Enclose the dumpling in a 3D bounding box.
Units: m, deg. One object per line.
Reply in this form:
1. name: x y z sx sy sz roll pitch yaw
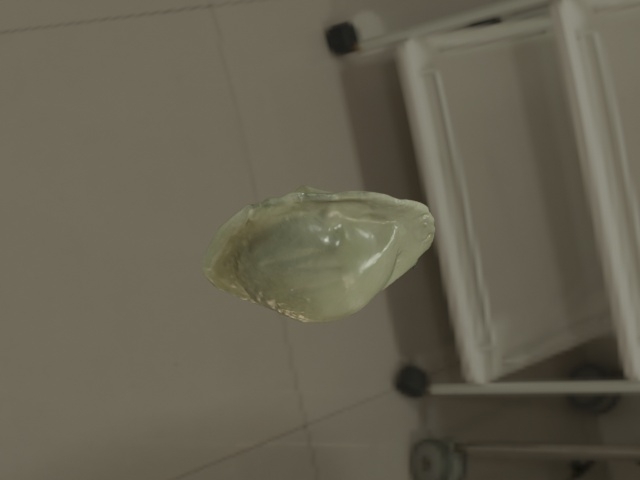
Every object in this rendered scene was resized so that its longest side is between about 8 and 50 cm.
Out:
1. dumpling: -0.004 0.000 1.416 0.166 0.216 0.126 91 16 -51
